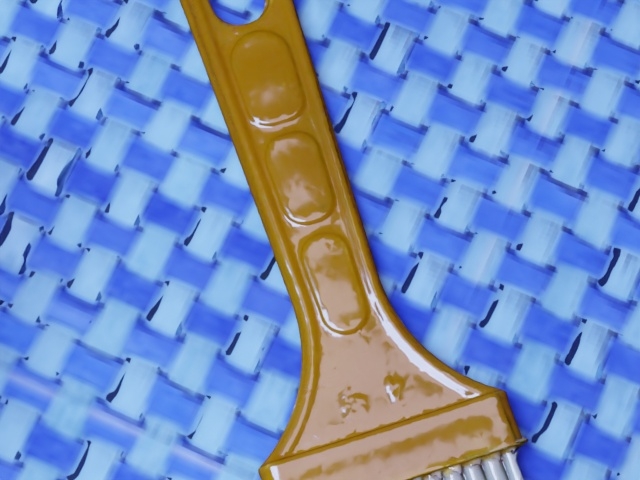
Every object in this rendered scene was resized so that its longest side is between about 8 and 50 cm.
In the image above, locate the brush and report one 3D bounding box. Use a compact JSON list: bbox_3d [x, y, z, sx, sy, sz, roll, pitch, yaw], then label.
[{"bbox_3d":[0.000,0.000,0.611,0.090,0.017,0.314,-17,71,-6],"label":"brush"}]
